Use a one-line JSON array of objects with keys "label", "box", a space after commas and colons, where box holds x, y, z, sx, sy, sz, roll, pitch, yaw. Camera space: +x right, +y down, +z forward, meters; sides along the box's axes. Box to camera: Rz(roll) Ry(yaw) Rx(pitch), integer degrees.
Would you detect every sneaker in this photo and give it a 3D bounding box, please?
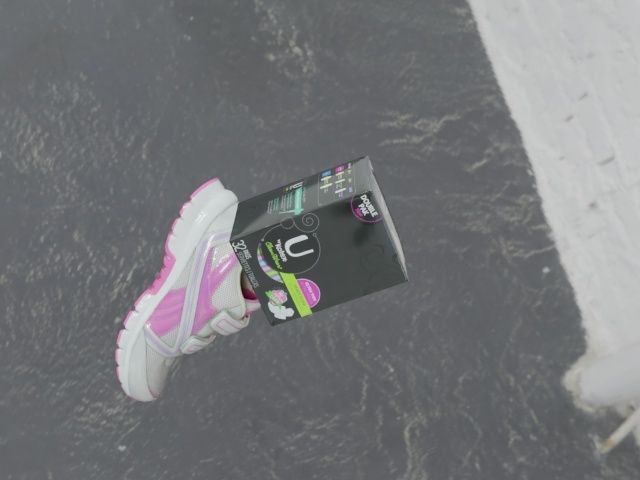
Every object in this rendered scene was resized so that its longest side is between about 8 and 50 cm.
[{"label": "sneaker", "box": [-0.125, 0.068, 0.838, 0.111, 0.252, 0.103, 28, 15, 1]}]

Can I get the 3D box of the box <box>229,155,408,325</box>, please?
[{"label": "box", "box": [0.000, 0.000, 0.460, 0.052, 0.083, 0.062, -89, 158, -63]}]
